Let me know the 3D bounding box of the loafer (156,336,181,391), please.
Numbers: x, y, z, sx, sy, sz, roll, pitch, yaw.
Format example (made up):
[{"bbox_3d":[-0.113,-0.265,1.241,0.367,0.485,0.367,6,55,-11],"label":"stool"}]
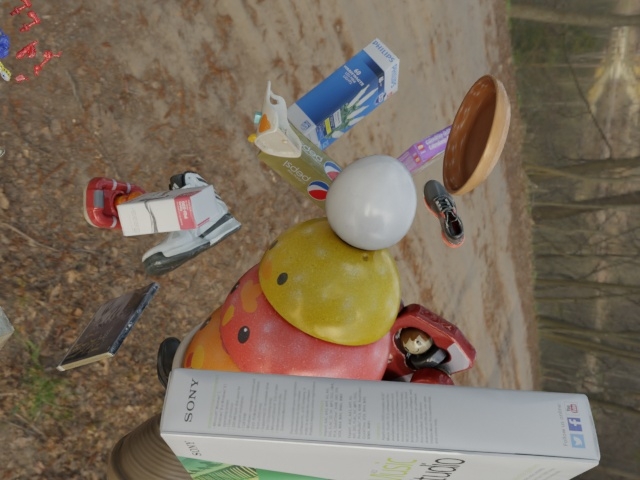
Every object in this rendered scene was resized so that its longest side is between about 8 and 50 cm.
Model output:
[{"bbox_3d":[-0.234,0.230,0.944,0.062,0.170,0.061,-3,140,-30],"label":"loafer"}]

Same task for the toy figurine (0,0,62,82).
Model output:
[{"bbox_3d":[-0.899,-0.620,1.515,0.363,0.191,0.217,60,-3,-12],"label":"toy figurine"}]

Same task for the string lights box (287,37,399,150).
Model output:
[{"bbox_3d":[0.048,-0.304,1.225,0.259,0.077,0.133,-39,165,-4],"label":"string lights box"}]

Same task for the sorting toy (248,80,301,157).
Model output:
[{"bbox_3d":[-0.055,-0.147,0.673,0.083,0.044,0.075,37,53,-69],"label":"sorting toy"}]

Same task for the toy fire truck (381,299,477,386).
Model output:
[{"bbox_3d":[0.176,0.246,1.264,0.254,0.302,0.169,49,42,-12],"label":"toy fire truck"}]

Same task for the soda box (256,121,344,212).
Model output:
[{"bbox_3d":[-0.017,-0.121,0.970,0.181,0.058,0.061,38,39,-17],"label":"soda box"}]

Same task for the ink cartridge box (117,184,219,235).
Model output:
[{"bbox_3d":[-0.409,-0.082,1.522,0.158,0.217,0.092,-54,135,-69],"label":"ink cartridge box"}]

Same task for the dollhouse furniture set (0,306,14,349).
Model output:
[{"bbox_3d":[-0.991,0.276,1.333,0.362,0.256,0.394,55,37,7],"label":"dollhouse furniture set"}]

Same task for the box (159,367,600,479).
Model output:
[{"bbox_3d":[0.039,0.191,0.507,0.232,0.321,0.059,92,3,-56],"label":"box"}]

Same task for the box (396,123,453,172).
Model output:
[{"bbox_3d":[0.287,-0.236,1.634,0.200,0.293,0.057,-30,87,-24],"label":"box"}]

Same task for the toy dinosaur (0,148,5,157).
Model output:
[{"bbox_3d":[-0.792,-0.152,1.153,0.268,0.118,0.064,-10,95,-30],"label":"toy dinosaur"}]

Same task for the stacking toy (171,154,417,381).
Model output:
[{"bbox_3d":[0.000,0.082,0.825,0.350,0.350,0.480,-30,149,-55],"label":"stacking toy"}]

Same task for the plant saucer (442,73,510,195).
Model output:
[{"bbox_3d":[0.257,-0.169,0.924,0.200,0.037,0.200,-167,-90,-82],"label":"plant saucer"}]

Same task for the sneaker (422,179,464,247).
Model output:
[{"bbox_3d":[0.268,-0.066,1.192,0.065,0.061,0.158,76,-10,-75],"label":"sneaker"}]

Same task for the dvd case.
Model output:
[{"bbox_3d":[-0.415,0.168,1.095,0.018,0.221,0.165,46,45,-25],"label":"dvd case"}]

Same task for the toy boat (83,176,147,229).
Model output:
[{"bbox_3d":[-0.586,-0.111,1.692,0.231,0.151,0.151,9,77,-67],"label":"toy boat"}]

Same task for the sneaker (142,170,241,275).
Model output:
[{"bbox_3d":[-0.450,-0.065,1.768,0.258,0.169,0.447,57,28,-4],"label":"sneaker"}]

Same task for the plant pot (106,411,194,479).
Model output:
[{"bbox_3d":[-0.242,0.370,0.990,0.237,0.237,0.110,-2,112,-61],"label":"plant pot"}]
